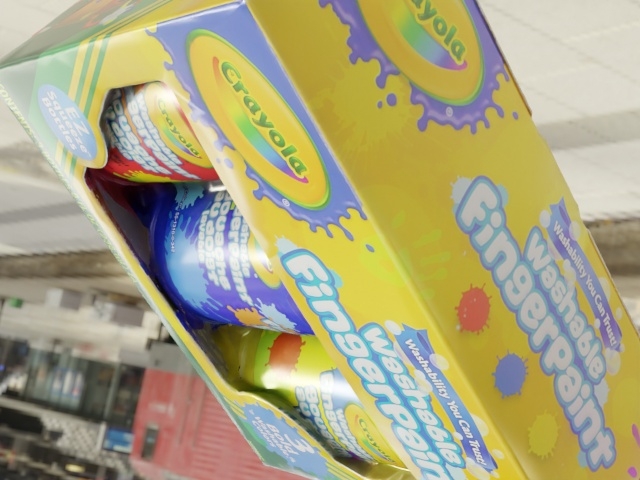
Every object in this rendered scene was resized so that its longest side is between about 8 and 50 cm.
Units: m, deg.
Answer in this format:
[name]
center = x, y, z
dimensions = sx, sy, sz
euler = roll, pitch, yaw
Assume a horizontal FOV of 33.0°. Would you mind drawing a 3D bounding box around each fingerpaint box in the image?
[fingerpaint box]
center = 0.000, 0.000, 0.808
dimensions = 0.371, 0.163, 0.444
euler = 2, 130, 51
